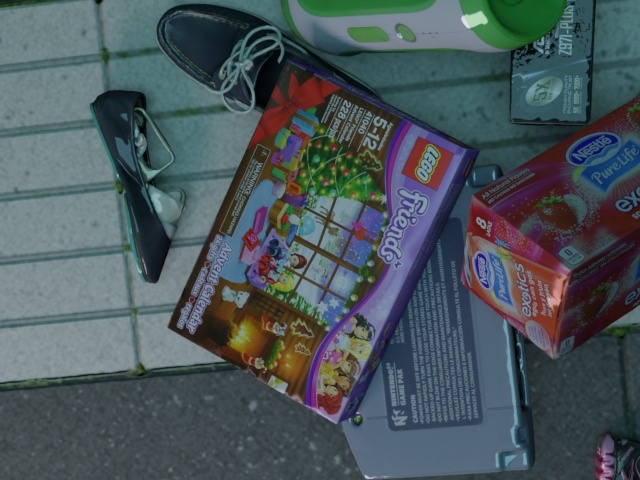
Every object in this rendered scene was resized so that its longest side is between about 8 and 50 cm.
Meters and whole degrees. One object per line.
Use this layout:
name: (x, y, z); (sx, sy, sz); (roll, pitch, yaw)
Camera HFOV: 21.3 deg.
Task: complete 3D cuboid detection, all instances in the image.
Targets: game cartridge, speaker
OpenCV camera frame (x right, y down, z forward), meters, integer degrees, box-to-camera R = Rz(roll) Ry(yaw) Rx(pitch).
game cartridge: (0.098, 0.082, 1.663); (0.196, 0.060, 0.294); (-6, 89, 18)
speaker: (0.090, -0.235, 1.588); (0.131, 0.296, 0.131); (-4, 96, -36)

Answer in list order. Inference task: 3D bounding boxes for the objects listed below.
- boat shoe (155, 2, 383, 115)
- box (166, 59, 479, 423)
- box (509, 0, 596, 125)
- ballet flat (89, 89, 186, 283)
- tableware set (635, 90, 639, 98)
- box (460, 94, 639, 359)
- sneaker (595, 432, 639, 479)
boat shoe: (-0.055, -0.166, 1.715); (0.254, 0.079, 0.095); (32, 98, 4)
box: (0.000, 0.000, 1.640); (0.201, 0.057, 0.293); (28, 101, 17)
box: (0.223, -0.201, 1.645); (0.077, 0.147, 0.180); (2, 95, 7)
ballet flat: (-0.177, -0.059, 1.743); (0.074, 0.074, 0.203); (-16, 90, 8)
tableware set: (0.404, -0.169, 1.680); (0.128, 0.039, 0.194); (33, 91, 19)
box: (0.265, -0.022, 1.566); (0.257, 0.123, 0.128); (-30, 52, -28)
sneaker: (0.306, 0.255, 1.722); (0.057, 0.047, 0.119); (2, 95, -5)
